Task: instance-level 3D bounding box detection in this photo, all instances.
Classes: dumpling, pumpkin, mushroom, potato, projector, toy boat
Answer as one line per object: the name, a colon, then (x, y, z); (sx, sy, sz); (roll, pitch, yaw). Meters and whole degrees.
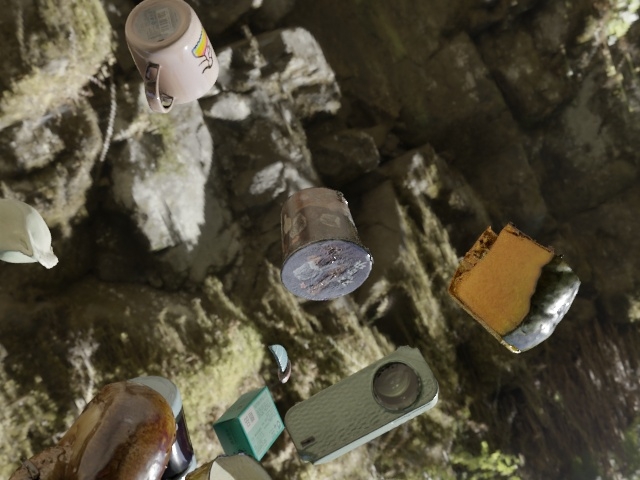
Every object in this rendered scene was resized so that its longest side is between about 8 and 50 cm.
dumpling: (-0.624, -0.019, 1.458); (0.124, 0.229, 0.151); (-48, 168, 6)
pumpkin: (0.437, 0.107, 1.616); (0.225, 0.256, 0.303); (-49, 175, 4)
mushroom: (-0.314, 0.329, 0.970); (0.297, 0.163, 0.278); (-51, 180, 14)
potato: (-0.194, 0.550, 1.341); (0.196, 0.246, 0.300); (-38, 162, 4)
projector: (0.076, 0.282, 1.207); (0.251, 0.108, 0.198); (-28, 162, 1)
toy boat: (-0.110, 0.320, 1.941); (0.034, 0.122, 0.096); (-6, -147, 12)

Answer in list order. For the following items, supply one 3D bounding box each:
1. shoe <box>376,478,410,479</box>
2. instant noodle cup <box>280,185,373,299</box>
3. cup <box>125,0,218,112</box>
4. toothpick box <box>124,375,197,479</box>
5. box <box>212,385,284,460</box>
shoe: (0.106, 0.589, 1.496); (0.337, 0.132, 0.171); (-12, 161, -19)
instant noodle cup: (0.000, 0.000, 1.686); (0.218, 0.217, 0.207); (-21, -134, 9)
cup: (-0.371, -0.439, 1.701); (0.192, 0.252, 0.200); (10, 160, 10)
toothpick box: (-0.483, 0.580, 1.958); (0.263, 0.354, 0.263); (-7, -156, 3)
box: (-0.211, 0.559, 2.115); (0.092, 0.153, 0.245); (-22, -177, 18)
